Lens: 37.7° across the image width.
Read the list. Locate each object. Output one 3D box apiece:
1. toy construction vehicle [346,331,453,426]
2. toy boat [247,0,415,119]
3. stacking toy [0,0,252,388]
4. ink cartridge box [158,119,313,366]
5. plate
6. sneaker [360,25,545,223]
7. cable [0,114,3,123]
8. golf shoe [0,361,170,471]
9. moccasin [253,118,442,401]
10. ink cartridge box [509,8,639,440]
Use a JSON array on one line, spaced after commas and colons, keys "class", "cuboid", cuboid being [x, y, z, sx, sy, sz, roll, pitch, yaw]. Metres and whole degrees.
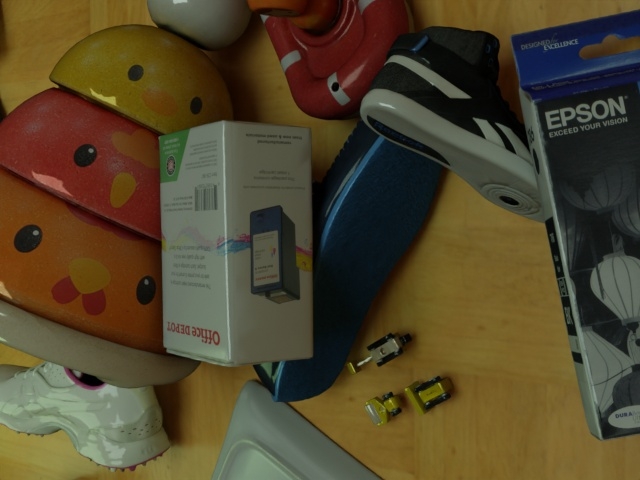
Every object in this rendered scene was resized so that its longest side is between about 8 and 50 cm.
[{"class": "toy construction vehicle", "cuboid": [0.079, 0.137, 0.937, 0.098, 0.035, 0.086, -38, 80, 35]}, {"class": "toy boat", "cuboid": [-0.011, -0.230, 0.914, 0.151, 0.151, 0.231, -32, 72, 35]}, {"class": "stacking toy", "cuboid": [-0.214, -0.114, 1.023, 0.350, 0.350, 0.480, 24, 91, 35]}, {"class": "ink cartridge box", "cuboid": [-0.082, 0.003, 0.876, 0.154, 0.093, 0.213, 0, 89, 58]}, {"class": "plate", "cuboid": [-0.041, 0.340, 1.028, 0.278, 0.045, 0.277, 32, 110, 32]}, {"class": "sneaker", "cuboid": [0.152, -0.111, 0.811, 0.121, 0.216, 0.079, -64, 10, -17]}, {"class": "cable", "cuboid": [-0.523, -0.158, 1.382, 0.150, 0.047, 0.185, 20, 103, 36]}, {"class": "golf shoe", "cuboid": [-0.315, 0.183, 1.184, 0.306, 0.115, 0.140, 10, 110, 29]}, {"class": "moccasin", "cuboid": [0.000, 0.000, 0.925, 0.117, 0.137, 0.342, 45, 114, 42]}, {"class": "ink cartridge box", "cuboid": [0.258, -0.025, 0.724, 0.165, 0.065, 0.333, -12, 83, 6]}]
